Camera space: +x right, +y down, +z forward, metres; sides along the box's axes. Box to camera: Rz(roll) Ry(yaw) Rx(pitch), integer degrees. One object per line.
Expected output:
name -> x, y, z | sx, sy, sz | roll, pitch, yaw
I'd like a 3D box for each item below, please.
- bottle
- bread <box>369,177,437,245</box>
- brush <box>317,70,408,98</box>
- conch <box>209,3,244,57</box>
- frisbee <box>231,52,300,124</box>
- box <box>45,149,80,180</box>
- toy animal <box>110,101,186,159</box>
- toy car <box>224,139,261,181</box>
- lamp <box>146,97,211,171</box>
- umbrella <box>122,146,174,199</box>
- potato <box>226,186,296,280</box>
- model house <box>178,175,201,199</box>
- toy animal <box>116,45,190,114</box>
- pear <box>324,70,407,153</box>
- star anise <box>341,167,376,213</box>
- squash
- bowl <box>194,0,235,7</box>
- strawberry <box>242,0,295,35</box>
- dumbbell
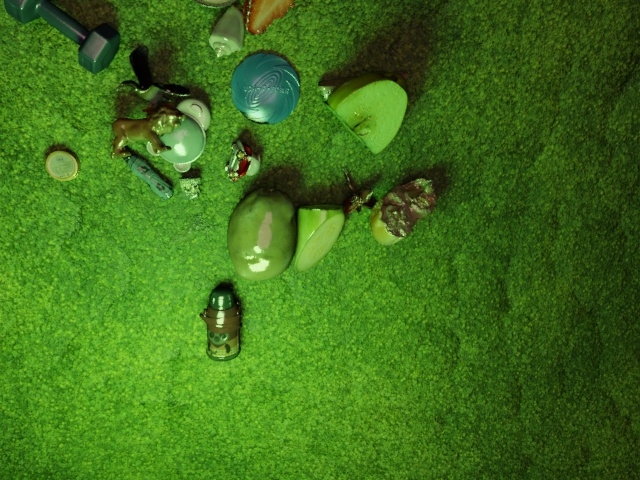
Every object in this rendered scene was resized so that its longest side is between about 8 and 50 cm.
bottle -> -0.371, 0.304, 1.856 | 0.156, 0.143, 0.272 | -10, 110, -32
bread -> 0.285, -0.101, 1.824 | 0.171, 0.192, 0.314 | 48, 61, 2
brush -> 0.153, -0.547, 1.758 | 0.327, 0.070, 0.065 | -12, 124, -7
conch -> -0.305, -0.687, 1.653 | 0.104, 0.094, 0.176 | 17, 73, 0
frisbee -> -0.189, -0.523, 1.720 | 0.241, 0.045, 0.242 | -2, 104, -7
box -> -0.872, -0.255, 1.687 | 0.105, 0.037, 0.106 | -2, 104, -8
toy animal -> -0.571, -0.353, 1.602 | 0.312, 0.097, 0.158 | -4, 97, 14
toy car -> -0.265, -0.270, 1.749 | 0.112, 0.112, 0.139 | 14, 112, -28
lamp -> -0.465, -0.366, 1.685 | 0.179, 0.108, 0.246 | 32, 97, -19
umbrella -> -0.611, -0.236, 1.723 | 0.250, 0.052, 0.053 | 43, 129, -9
potato -> -0.205, -0.026, 1.746 | 0.243, 0.220, 0.327 | 8, 101, 35
model house -> -0.455, -0.183, 1.754 | 0.078, 0.066, 0.084 | -3, 106, -6
toy animal -> -0.552, -0.474, 1.599 | 0.197, 0.272, 0.160 | -39, 150, -32
pear -> 0.169, -0.471, 1.688 | 0.292, 0.159, 0.293 | -12, 135, -12
star anise -> 0.132, -0.179, 1.857 | 0.158, 0.144, 0.141 | -13, 151, 2
squash -> 0.000, 0.000, 1.809 | 0.189, 0.189, 0.261 | -1, 100, -8
bowl -> -0.336, -0.850, 1.568 | 0.237, 0.126, 0.238 | -2, 104, -8
strawberry -> -0.183, -0.807, 1.622 | 0.235, 0.107, 0.175 | -36, 141, -1
dumbbell -> -0.790, -0.671, 1.538 | 0.324, 0.144, 0.160 | 36, 98, -16
